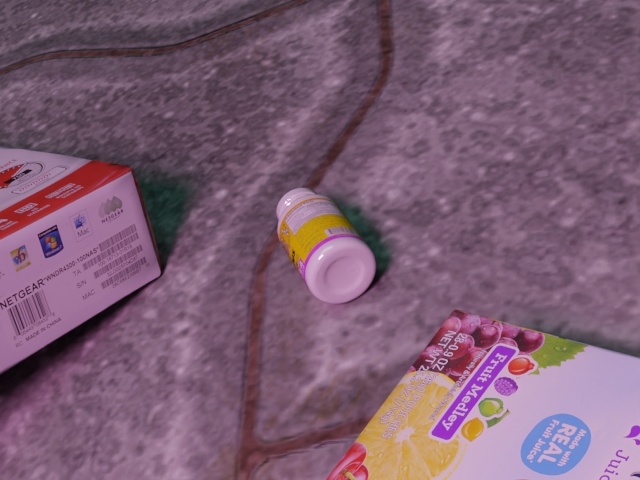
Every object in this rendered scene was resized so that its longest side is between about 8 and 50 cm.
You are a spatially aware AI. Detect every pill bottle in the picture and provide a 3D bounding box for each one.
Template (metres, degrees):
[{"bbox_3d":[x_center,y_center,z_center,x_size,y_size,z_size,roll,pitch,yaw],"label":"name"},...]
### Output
[{"bbox_3d":[0.000,0.000,0.711,0.043,0.043,0.083,-31,35,-2],"label":"pill bottle"}]

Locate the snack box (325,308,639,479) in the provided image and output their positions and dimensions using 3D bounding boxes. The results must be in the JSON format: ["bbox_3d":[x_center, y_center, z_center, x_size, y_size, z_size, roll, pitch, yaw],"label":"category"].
[{"bbox_3d":[0.098,0.128,0.470,0.207,0.070,0.174,14,53,41],"label":"snack box"}]

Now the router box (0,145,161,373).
[{"bbox_3d":[-0.329,0.039,0.774,0.301,0.082,0.335,11,33,41],"label":"router box"}]
